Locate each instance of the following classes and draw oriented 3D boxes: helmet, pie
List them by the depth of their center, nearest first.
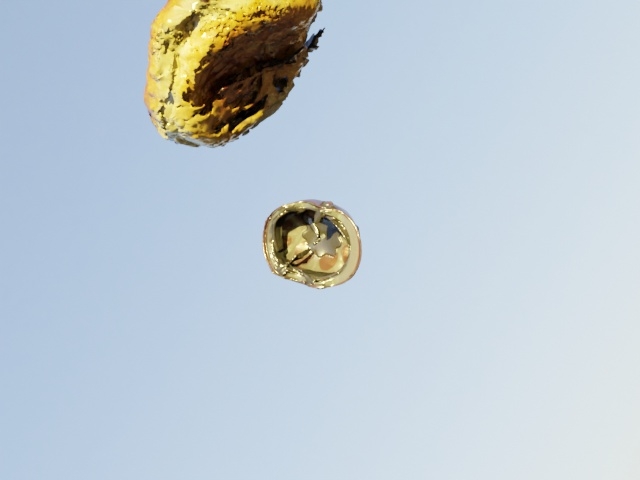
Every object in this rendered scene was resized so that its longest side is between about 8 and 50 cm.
[{"bbox_3d":[0.000,0.000,1.674,0.070,0.123,0.098,-27,-56,-65],"label":"helmet"},{"bbox_3d":[-0.110,-0.227,1.935,0.308,0.085,0.308,-36,-24,-19],"label":"pie"}]
